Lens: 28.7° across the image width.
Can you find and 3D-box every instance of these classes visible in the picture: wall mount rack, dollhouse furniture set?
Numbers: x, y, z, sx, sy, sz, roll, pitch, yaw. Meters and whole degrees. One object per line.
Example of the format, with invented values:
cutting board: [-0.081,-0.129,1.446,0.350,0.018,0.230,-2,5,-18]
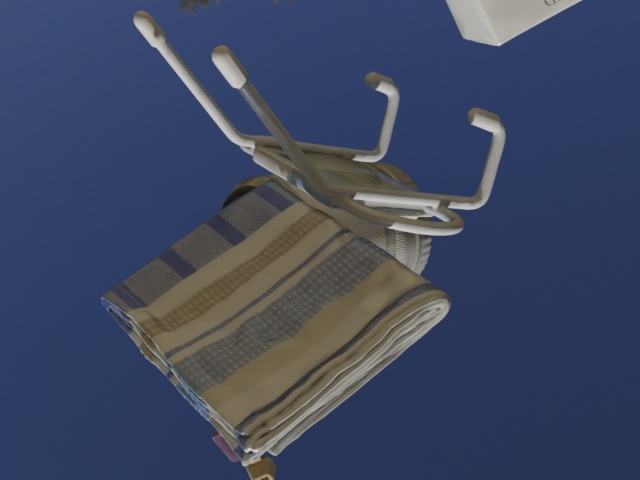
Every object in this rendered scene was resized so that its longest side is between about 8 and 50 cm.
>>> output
wall mount rack: [-0.011,-0.112,1.174,0.304,0.130,0.350,6,-167,-29]
dollhouse furniture set: [-0.034,0.150,1.129,0.114,0.091,0.081,-27,-140,8]

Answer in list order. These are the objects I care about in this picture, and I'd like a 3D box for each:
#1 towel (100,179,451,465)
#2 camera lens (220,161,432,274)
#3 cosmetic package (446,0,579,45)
towel: [-0.048,0.052,1.047,0.209,0.034,0.285,-36,-142,-15]
camera lens: [0.000,0.000,1.849,0.274,0.219,0.219,-13,-155,-38]
cosmetic package: [0.208,-0.458,1.544,0.217,0.385,0.156,-31,-166,-3]
